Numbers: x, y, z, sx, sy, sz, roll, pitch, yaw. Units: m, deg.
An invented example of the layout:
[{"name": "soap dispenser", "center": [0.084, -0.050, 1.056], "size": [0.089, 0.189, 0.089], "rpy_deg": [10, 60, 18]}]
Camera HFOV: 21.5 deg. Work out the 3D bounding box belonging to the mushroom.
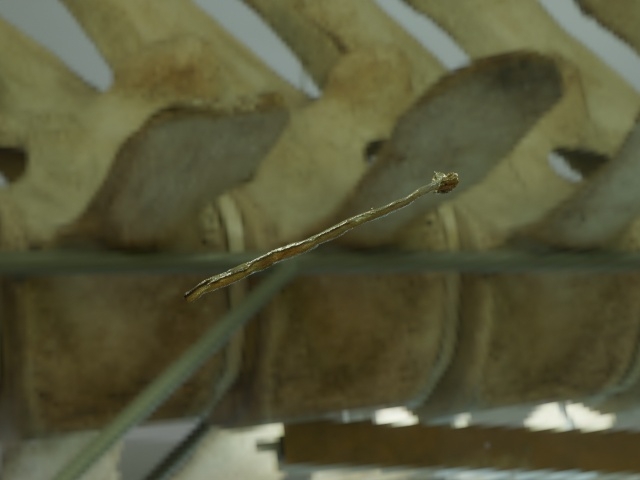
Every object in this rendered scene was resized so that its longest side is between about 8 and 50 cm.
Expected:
[{"name": "mushroom", "center": [-0.002, -0.002, 1.574], "size": [0.286, 0.026, 0.028], "rpy_deg": [-24, -30, 9]}]
